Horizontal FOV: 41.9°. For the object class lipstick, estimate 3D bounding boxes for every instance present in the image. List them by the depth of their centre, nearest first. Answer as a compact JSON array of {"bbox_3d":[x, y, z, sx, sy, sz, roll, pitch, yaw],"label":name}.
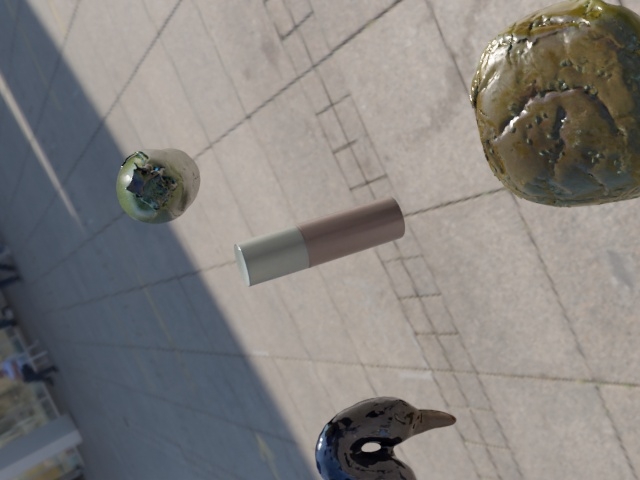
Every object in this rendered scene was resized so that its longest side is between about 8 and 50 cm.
[{"bbox_3d":[0.000,0.000,1.263,0.070,0.254,0.070,163,90,-74],"label":"lipstick"}]

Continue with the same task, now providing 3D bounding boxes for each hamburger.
[{"bbox_3d":[0.330,-0.169,1.061,0.285,0.134,0.265,-11,97,47],"label":"hamburger"}]

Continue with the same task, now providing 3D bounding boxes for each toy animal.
[{"bbox_3d":[0.053,0.284,0.695,0.185,0.298,0.122,23,172,-20],"label":"toy animal"}]

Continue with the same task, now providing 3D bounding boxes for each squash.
[{"bbox_3d":[-0.178,-0.061,0.921,0.331,0.087,0.087,-140,26,-82],"label":"squash"}]
